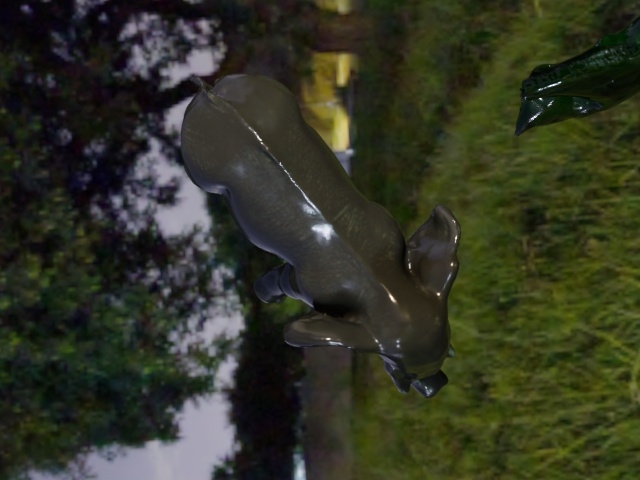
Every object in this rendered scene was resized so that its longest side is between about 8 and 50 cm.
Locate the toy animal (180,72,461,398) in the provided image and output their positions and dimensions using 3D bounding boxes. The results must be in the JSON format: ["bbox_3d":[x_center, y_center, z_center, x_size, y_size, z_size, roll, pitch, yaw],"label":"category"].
[{"bbox_3d":[-0.002,0.005,0.584,0.114,0.245,0.146,-52,7,-10],"label":"toy animal"}]

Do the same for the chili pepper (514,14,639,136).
[{"bbox_3d":[0.259,-0.152,0.833,0.061,0.224,0.098,64,-165,23],"label":"chili pepper"}]
